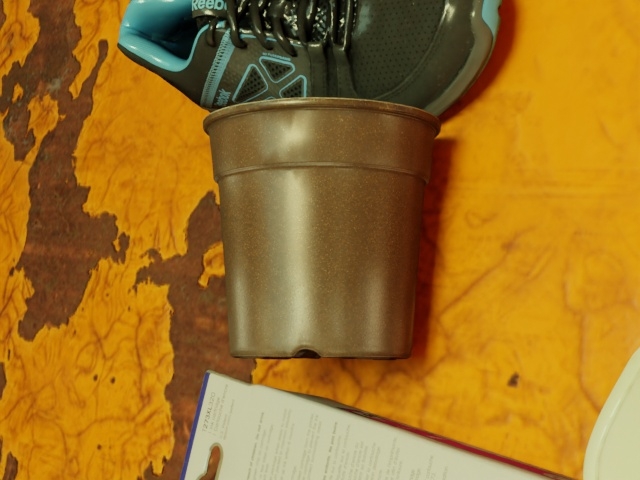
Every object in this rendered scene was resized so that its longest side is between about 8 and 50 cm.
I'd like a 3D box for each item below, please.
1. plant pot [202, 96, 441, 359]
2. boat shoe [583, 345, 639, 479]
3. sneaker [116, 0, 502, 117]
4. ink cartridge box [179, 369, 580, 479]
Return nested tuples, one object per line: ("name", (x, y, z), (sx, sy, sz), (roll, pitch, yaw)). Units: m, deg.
("plant pot", (0.000, 0.000, 0.767), (0.167, 0.167, 0.165), (-7, 80, 46))
("boat shoe", (0.244, 0.026, 0.539), (0.305, 0.091, 0.109), (-61, 31, 13))
("sneaker", (-0.020, -0.150, 0.844), (0.340, 0.139, 0.125), (-3, 73, 45))
("ink cartridge box", (0.033, 0.207, 0.727), (0.371, 0.069, 0.176), (10, 86, 46))
